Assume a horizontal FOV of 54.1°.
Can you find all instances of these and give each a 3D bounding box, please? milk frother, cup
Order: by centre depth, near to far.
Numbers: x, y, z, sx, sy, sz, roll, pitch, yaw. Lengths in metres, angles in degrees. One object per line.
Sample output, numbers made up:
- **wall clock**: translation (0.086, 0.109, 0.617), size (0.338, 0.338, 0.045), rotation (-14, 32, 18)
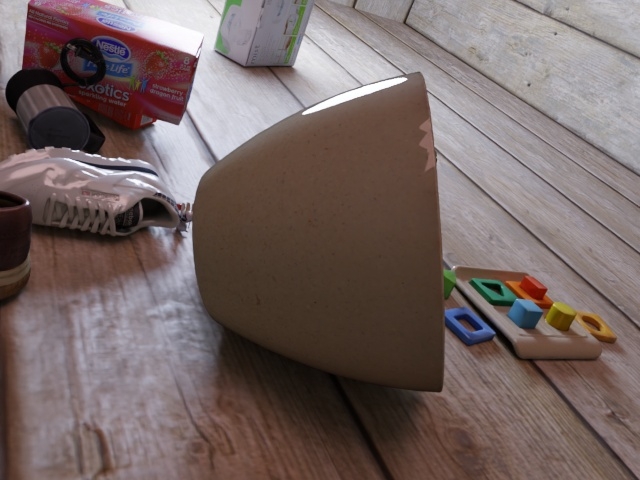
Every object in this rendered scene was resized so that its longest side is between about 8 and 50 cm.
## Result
- **cup**: translation (0.000, 0.000, 0.678), size (0.236, 0.331, 0.331), rotation (-4, 28, 6)
- **milk frother**: translation (-0.368, -0.210, 0.909), size (0.129, 0.143, 0.135), rotation (1, 34, -42)

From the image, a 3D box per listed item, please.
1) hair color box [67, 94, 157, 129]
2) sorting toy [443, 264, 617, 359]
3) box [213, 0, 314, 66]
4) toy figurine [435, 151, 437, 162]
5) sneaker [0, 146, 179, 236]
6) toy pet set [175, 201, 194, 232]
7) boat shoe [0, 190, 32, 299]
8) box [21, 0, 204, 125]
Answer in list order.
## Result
- **hair color box**: translation (-0.358, -0.246, 1.087), size (0.141, 0.043, 0.072), rotation (27, 29, 9)
- **sorting toy**: translation (0.321, 0.099, 0.967), size (0.347, 0.047, 0.196), rotation (6, 31, -29)
- **box**: translation (-0.135, -0.603, 1.653), size (0.126, 0.262, 0.231), rotation (33, 30, 22)
- **toy figurine**: translation (0.044, -0.104, 0.949), size (0.209, 0.213, 0.148), rotation (-18, 59, -45)
- **sneaker**: translation (-0.282, -0.049, 0.754), size (0.235, 0.090, 0.095), rotation (-8, 49, -42)
- **toy pet set**: translation (-0.130, -0.011, 0.845), size (0.122, 0.065, 0.114), rotation (8, -5, -30)
- **boat shoe**: translation (-0.441, -0.053, 0.593), size (0.341, 0.123, 0.123), rotation (21, 27, -3)
- **box**: translation (-0.331, -0.299, 1.016), size (0.256, 0.128, 0.123), rotation (15, 32, -12)
